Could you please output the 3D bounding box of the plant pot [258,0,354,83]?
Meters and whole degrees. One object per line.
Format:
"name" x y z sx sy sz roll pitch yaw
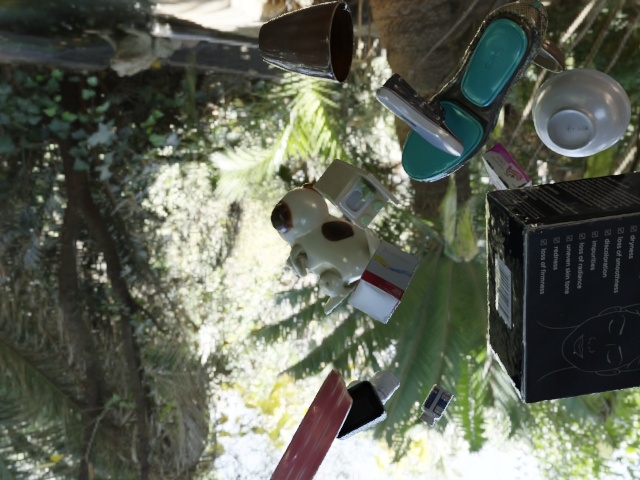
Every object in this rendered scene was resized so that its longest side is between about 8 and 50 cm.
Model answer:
"plant pot" -0.047 -0.552 1.661 0.230 0.215 0.215 7 -169 19

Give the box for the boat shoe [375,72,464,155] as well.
"boat shoe" 0.225 -0.270 1.268 0.228 0.076 0.080 35 180 -7

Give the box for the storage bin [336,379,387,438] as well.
"storage bin" 0.104 0.532 1.862 0.180 0.122 0.084 -28 155 1

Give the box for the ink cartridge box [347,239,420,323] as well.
"ink cartridge box" 0.181 0.115 1.692 0.127 0.128 0.176 28 -131 7

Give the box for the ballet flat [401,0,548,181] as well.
"ballet flat" 0.351 -0.321 1.332 0.164 0.483 0.182 42 -129 11

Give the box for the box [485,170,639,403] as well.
"box" 0.690 0.106 1.499 0.472 0.479 0.297 -7 -158 0

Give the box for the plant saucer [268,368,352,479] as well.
"plant saucer" -0.020 0.458 1.366 0.084 0.332 0.332 29 -165 8

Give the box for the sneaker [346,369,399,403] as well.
"sneaker" 0.154 0.577 2.188 0.305 0.114 0.152 -45 178 43

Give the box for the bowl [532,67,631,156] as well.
"bowl" 0.801 -0.375 1.874 0.298 0.297 0.134 7 -141 35

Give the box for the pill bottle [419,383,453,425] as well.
"pill bottle" 0.363 0.523 1.891 0.067 0.120 0.067 31 174 4

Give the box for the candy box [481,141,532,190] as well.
"candy box" 0.582 -0.184 1.832 0.071 0.159 0.233 -36 156 11

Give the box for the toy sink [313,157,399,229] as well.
"toy sink" 0.104 -0.136 1.819 0.153 0.131 0.234 39 179 -32

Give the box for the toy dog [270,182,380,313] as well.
"toy dog" 0.000 0.000 2.082 0.284 0.408 0.395 -43 172 -23

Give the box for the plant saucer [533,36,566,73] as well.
"plant saucer" 0.675 -0.628 1.911 0.278 0.041 0.278 32 -165 -10
